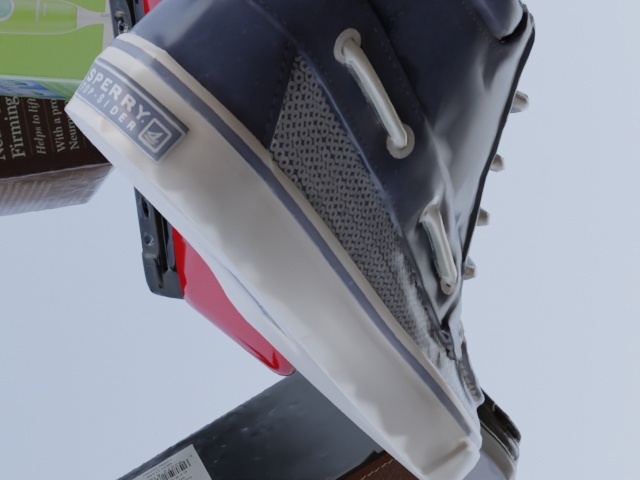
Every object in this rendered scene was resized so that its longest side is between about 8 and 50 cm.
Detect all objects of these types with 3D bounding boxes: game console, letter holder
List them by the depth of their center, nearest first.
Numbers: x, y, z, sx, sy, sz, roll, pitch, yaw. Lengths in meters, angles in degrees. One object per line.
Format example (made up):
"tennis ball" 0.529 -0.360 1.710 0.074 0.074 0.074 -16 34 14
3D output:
"game console" -0.022 -0.047 0.648 0.124 0.085 0.144 -44 -44 -51
"letter holder" -0.023 0.246 1.363 0.302 0.152 0.214 -31 -60 -6

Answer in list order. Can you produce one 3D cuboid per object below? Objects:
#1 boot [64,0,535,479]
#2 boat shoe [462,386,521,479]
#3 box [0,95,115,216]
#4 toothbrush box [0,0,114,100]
"boot" 0.020 -0.009 0.423 0.086 0.069 0.190 -46 -29 -6
"boat shoe" 0.055 0.074 0.955 0.142 0.049 0.040 52 -138 -24
"box" -0.273 -0.107 1.424 0.203 0.167 0.168 -10 -97 -17
"toothbrush box" -0.198 -0.197 1.180 0.122 0.283 0.206 23 -110 -82
